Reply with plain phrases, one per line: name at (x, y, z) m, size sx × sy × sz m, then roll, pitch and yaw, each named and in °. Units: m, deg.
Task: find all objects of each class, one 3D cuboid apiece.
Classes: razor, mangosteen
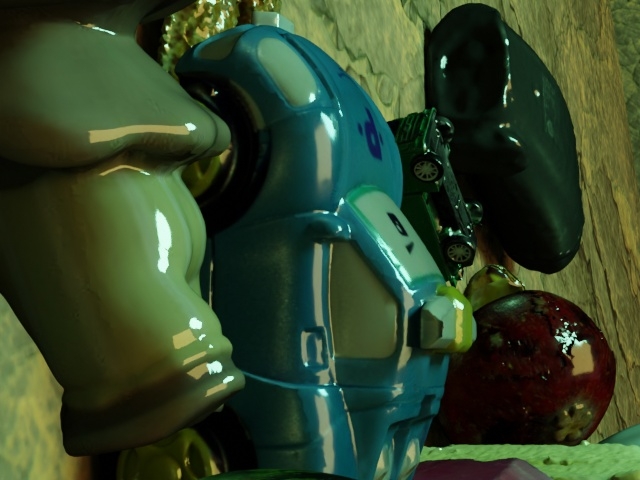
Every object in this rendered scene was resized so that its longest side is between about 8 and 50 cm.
razor at (0.205, -0.101, 1.491) m, size 0.327 × 0.107 × 0.189 m, roll 47°, pitch 39°, yaw -57°
mangosteen at (0.172, 0.116, 1.264) m, size 0.180 × 0.166 × 0.166 m, roll -119°, pitch -174°, yaw -57°

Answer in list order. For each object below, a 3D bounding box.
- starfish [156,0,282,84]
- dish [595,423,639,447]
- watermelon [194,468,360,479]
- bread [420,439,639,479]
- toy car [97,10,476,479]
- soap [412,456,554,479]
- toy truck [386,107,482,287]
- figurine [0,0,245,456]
starfish at (-0.067, -0.180, 0.846) m, size 0.299 × 0.060 × 0.302 m, roll -2°, pitch 85°, yaw -73°
dish at (0.226, 0.281, 1.275) m, size 0.324 × 0.124 × 0.324 m, roll -57°, pitch 176°, yaw -6°
watermelon at (-0.015, 0.217, 0.552) m, size 0.269 × 0.269 × 0.269 m, roll -8°, pitch 90°, yaw -70°
bread at (0.148, 0.263, 1.015) m, size 0.111 × 0.246 × 0.239 m, roll -11°, pitch 93°, yaw -59°
toy car at (-0.003, 0.034, 0.758) m, size 0.198 × 0.166 × 0.314 m, roll 19°, pitch 72°, yaw -72°
soap at (0.085, 0.272, 0.933) m, size 0.099 × 0.162 × 0.250 m, roll -15°, pitch 96°, yaw -70°
toy truck at (0.084, -0.034, 1.172) m, size 0.065 × 0.079 × 0.147 m, roll -72°, pitch 149°, yaw -48°
figurine at (-0.093, -0.113, 0.534) m, size 0.248 × 0.203 × 0.380 m, roll -9°, pitch 92°, yaw -74°
